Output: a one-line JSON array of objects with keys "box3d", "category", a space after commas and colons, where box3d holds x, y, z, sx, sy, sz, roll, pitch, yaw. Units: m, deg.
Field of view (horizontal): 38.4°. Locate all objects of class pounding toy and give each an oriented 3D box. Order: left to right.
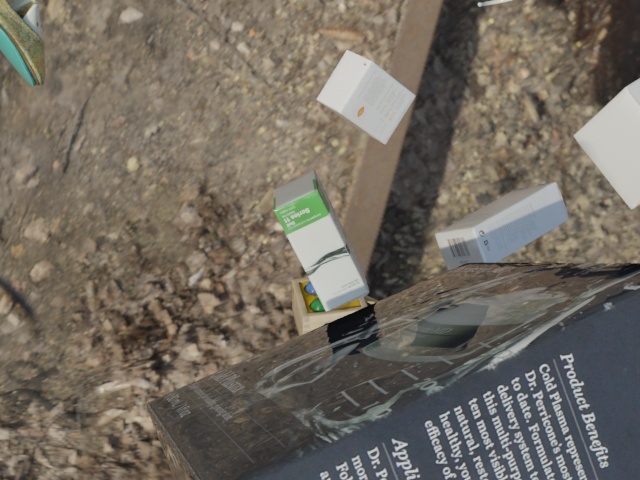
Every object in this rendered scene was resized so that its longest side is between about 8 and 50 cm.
[{"box3d": [0.036, 0.107, 1.814, 0.181, 0.206, 0.094, -6, 124, -9], "category": "pounding toy"}]

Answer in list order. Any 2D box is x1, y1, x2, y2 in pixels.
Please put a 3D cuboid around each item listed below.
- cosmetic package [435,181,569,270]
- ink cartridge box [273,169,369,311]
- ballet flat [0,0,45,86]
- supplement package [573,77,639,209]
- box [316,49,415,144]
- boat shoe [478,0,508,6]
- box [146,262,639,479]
[{"box3d": [0.339, -0.026, 1.708, 0.231, 0.117, 0.085, -25, 98, -29], "category": "cosmetic package"}, {"box3d": [0.000, 0.000, 1.608, 0.087, 0.153, 0.208, -26, 106, 5], "category": "ink cartridge box"}, {"box3d": [-0.572, -0.425, 1.634, 0.123, 0.123, 0.348, -58, 139, -23], "category": "ballet flat"}, {"box3d": [0.496, -0.173, 1.256, 0.244, 0.139, 0.134, -31, 79, -26], "category": "supplement package"}, {"box3d": [0.100, -0.310, 1.993, 0.170, 0.091, 0.130, 28, 96, -46], "category": "box"}, {"box3d": [0.182, -0.240, 0.757, 0.254, 0.095, 0.079, -19, 105, -44], "category": "boat shoe"}, {"box3d": [0.106, 0.238, 0.969, 0.472, 0.480, 0.297, -21, 95, -16], "category": "box"}]
